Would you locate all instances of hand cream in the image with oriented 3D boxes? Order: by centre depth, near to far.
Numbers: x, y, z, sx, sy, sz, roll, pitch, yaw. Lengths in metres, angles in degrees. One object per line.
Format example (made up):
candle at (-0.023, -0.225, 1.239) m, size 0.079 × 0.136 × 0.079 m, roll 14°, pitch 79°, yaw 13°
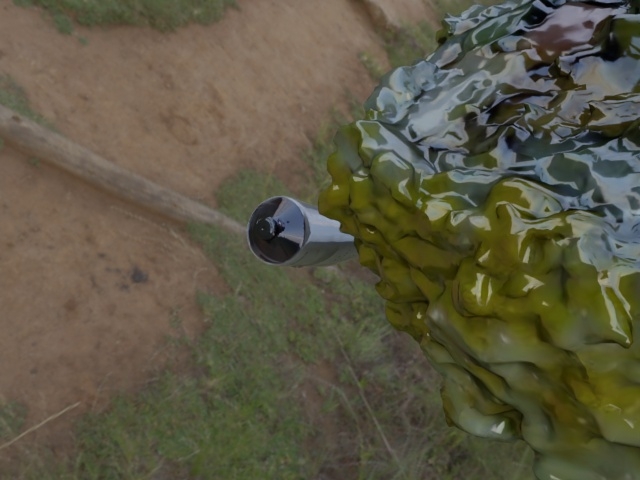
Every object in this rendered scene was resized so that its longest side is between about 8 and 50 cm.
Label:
hand cream at (0.000, 0.000, 0.628) m, size 0.186 × 0.087 × 0.054 m, roll 13°, pitch 60°, yaw -61°

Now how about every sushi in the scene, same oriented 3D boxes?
sushi at (0.216, -0.022, 0.443) m, size 0.351 × 0.397 × 0.240 m, roll -50°, pitch 134°, yaw -24°
